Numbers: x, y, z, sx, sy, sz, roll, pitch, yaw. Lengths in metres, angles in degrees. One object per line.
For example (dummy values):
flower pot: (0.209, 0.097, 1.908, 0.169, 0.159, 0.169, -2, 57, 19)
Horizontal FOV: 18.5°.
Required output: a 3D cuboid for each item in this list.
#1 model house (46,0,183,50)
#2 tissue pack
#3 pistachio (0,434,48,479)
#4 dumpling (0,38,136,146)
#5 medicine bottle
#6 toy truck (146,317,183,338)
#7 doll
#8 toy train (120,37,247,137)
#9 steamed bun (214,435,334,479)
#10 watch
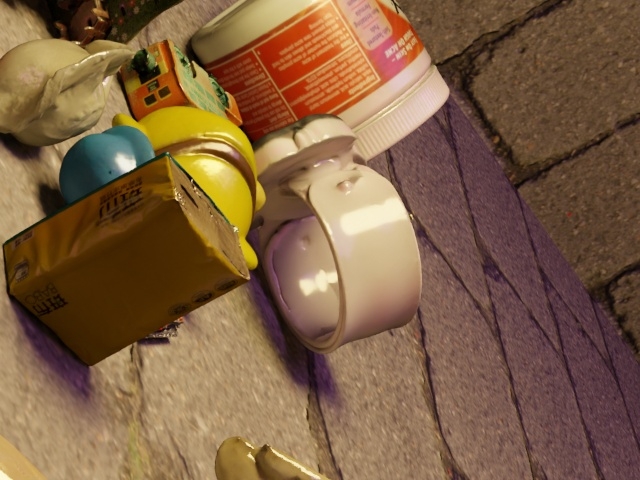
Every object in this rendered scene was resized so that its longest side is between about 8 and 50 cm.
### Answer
model house: (-0.266, -0.341, 1.981, 0.154, 0.207, 0.294, 10, 51, -50)
tissue pack: (-0.160, 0.018, 1.628, 0.120, 0.169, 0.082, 49, 20, -39)
pistachio: (-0.219, 0.190, 1.155, 0.229, 0.157, 0.157, 57, 13, 13)
dumpling: (-0.230, -0.147, 1.784, 0.100, 0.134, 0.169, 62, 11, 13)
medicine bottle: (-0.002, -0.221, 2.481, 0.241, 0.252, 0.252, 58, 14, -11)
toy truck: (-0.151, 0.077, 1.832, 0.083, 0.024, 0.032, 16, 75, -74)
doll: (-0.137, -0.045, 1.891, 0.199, 0.145, 0.363, 46, 17, 5)
toy train: (-0.153, -0.149, 2.191, 0.188, 0.072, 0.099, 39, 31, -57)
steamed bun: (0.047, 0.320, 1.728, 0.189, 0.247, 0.428, -70, 158, -9)
watch: (0.000, 0.000, 2.146, 0.231, 0.196, 0.244, 67, -24, 16)
